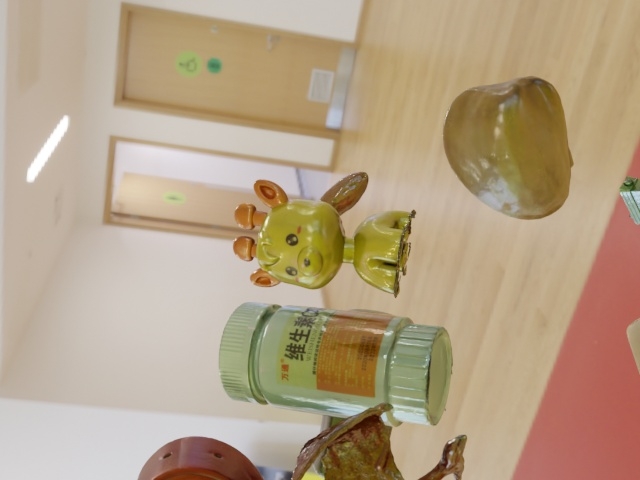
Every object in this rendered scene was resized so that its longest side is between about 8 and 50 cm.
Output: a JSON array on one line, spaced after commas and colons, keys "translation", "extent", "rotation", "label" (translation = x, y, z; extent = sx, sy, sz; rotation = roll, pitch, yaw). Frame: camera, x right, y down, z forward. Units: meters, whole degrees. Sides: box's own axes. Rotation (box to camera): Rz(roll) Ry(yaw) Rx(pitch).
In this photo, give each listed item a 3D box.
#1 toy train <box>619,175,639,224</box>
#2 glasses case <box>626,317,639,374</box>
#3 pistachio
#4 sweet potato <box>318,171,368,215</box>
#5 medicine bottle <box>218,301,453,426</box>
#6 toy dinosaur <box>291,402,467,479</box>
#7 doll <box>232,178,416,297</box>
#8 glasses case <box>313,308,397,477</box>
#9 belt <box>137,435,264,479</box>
[{"translation": [0.538, -0.067, 1.280], "extent": [0.056, 0.093, 0.038], "rotation": [4, 48, 52], "label": "toy train"}, {"translation": [0.357, 0.195, 0.661], "extent": [0.076, 0.144, 0.336], "rotation": [-32, 18, 24], "label": "glasses case"}, {"translation": [0.332, -0.154, 1.351], "extent": [0.163, 0.213, 0.260], "rotation": [-61, -48, -76], "label": "pistachio"}, {"translation": [-0.007, -0.038, 1.239], "extent": [0.050, 0.214, 0.050], "rotation": [51, 174, 7], "label": "sweet potato"}, {"translation": [0.025, 0.179, 1.128], "extent": [0.158, 0.318, 0.158], "rotation": [4, -90, -66], "label": "medicine bottle"}, {"translation": [0.080, 0.307, 0.812], "extent": [0.113, 0.207, 0.327], "rotation": [-109, 10, -60], "label": "toy dinosaur"}, {"translation": [0.000, 0.000, 0.935], "extent": [0.135, 0.221, 0.142], "rotation": [-65, -21, -63], "label": "doll"}, {"translation": [0.077, 0.290, 1.427], "extent": [0.074, 0.131, 0.323], "rotation": [-127, 48, -78], "label": "glasses case"}, {"translation": [-0.176, 0.470, 1.188], "extent": [0.115, 0.227, 0.323], "rotation": [-103, 1, -76], "label": "belt"}]
